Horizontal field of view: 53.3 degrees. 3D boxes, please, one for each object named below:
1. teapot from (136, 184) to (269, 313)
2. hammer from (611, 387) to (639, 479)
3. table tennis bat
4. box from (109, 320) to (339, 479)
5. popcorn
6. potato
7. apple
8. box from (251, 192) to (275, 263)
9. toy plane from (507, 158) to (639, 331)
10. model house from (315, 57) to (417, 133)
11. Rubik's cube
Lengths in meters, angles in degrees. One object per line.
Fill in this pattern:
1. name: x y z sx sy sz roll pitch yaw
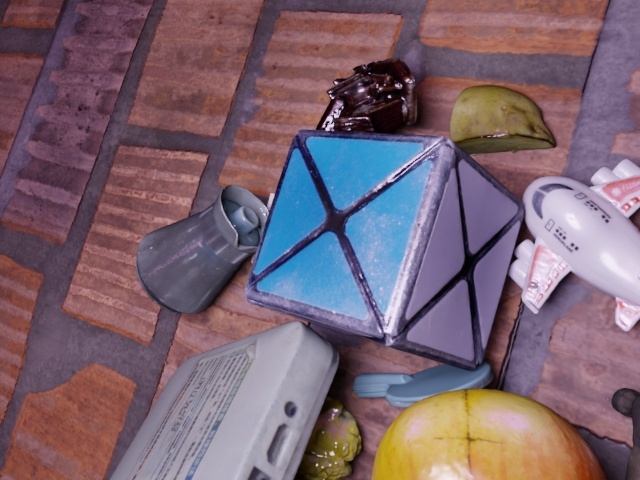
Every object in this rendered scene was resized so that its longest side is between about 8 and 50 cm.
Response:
1. teapot: -0.195 0.006 1.130 0.225 0.171 0.203 -34 20 25
2. hammer: 0.353 0.403 0.756 0.044 0.168 0.439 13 92 -1
3. table tennis bat: 0.138 0.208 0.921 0.237 0.149 0.038 -16 92 46
4. box: -0.170 0.318 0.902 0.397 0.111 0.395 -26 30 47
5. popcorn: -0.005 0.298 0.978 0.126 0.126 0.145 -24 46 -6
6. potato: 0.279 -0.201 0.980 0.149 0.081 0.120 -1 78 29
7. apple: 0.198 0.314 0.758 0.286 0.286 0.233 -20 42 23
8. box: 0.000 0.000 1.104 0.246 0.035 0.138 13 82 32
9. toy plane: 0.370 0.003 0.852 0.252 0.118 0.251 -10 68 27
10. model house: 0.061 -0.216 1.048 0.164 0.203 0.141 -21 99 -6
11. Rubik's cube: 0.091 0.013 0.862 0.259 0.255 0.259 8 80 41
